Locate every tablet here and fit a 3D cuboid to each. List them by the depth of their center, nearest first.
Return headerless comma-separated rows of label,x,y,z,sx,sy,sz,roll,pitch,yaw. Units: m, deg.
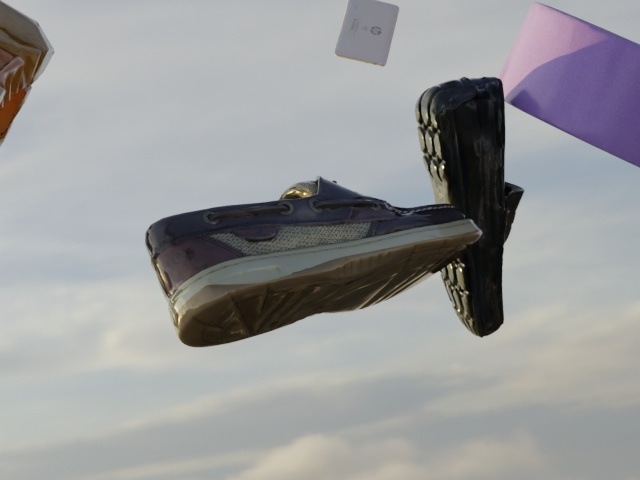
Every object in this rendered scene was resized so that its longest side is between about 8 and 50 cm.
tablet,0.048,-0.215,1.689,0.054,0.083,0.006,13,-33,2

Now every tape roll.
tape roll,0.287,-0.108,1.401,0.275,0.090,0.275,24,8,-4

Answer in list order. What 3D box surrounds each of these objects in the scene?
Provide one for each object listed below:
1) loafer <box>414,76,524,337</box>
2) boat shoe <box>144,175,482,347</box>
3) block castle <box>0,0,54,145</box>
loafer,0.134,-0.027,1.366,0.078,0.223,0.076,-14,20,-15
boat shoe,0.000,0.000,1.155,0.285,0.092,0.103,-14,-22,-42
block castle,-0.429,-0.024,1.384,0.453,0.213,0.303,-58,7,17
